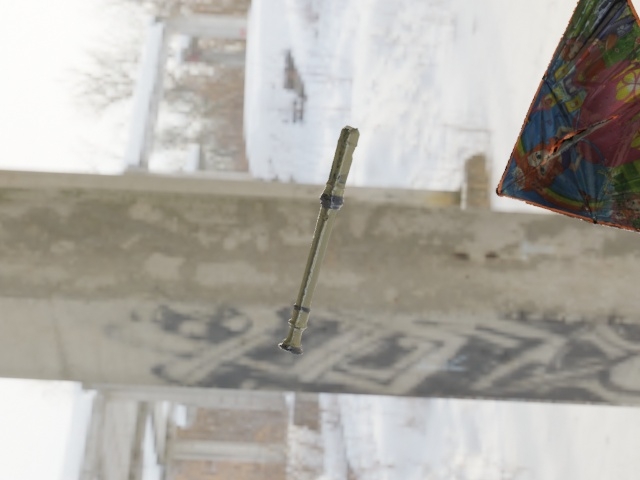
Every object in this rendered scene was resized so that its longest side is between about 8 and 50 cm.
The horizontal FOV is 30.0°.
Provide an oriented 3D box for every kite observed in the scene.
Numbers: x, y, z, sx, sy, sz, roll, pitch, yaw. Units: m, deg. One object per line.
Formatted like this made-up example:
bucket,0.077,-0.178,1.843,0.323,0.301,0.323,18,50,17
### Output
kite,0.145,-0.063,0.559,0.159,0.010,0.190,-34,52,33

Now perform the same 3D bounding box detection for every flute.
flute,0.000,0.000,1.172,0.027,0.027,0.233,-91,16,-80
